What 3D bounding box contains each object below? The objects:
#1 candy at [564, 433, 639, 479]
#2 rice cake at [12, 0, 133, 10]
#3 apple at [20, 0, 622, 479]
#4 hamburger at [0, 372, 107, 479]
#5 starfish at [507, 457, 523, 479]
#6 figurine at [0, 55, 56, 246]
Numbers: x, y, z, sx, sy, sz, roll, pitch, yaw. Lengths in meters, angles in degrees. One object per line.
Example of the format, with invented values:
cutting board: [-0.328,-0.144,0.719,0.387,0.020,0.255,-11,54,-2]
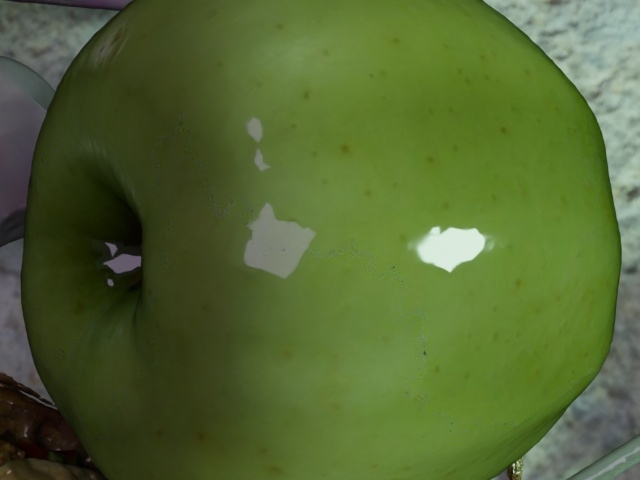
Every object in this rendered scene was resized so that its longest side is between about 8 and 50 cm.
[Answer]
candy: [0.236,0.117,1.034,0.365,0.124,0.124,-35,81,10]
rice cake: [-0.208,-0.185,1.074,0.270,0.049,0.055,2,111,-27]
apple: [0.000,0.000,0.942,0.357,0.357,0.357,-1,83,7]
hamburger: [-0.217,0.215,1.006,0.244,0.244,0.163,-28,42,3]
starfish: [0.123,0.127,1.080,0.092,0.016,0.086,-36,90,-1]
figurine: [-0.270,-0.087,1.079,0.276,0.200,0.133,35,51,30]
